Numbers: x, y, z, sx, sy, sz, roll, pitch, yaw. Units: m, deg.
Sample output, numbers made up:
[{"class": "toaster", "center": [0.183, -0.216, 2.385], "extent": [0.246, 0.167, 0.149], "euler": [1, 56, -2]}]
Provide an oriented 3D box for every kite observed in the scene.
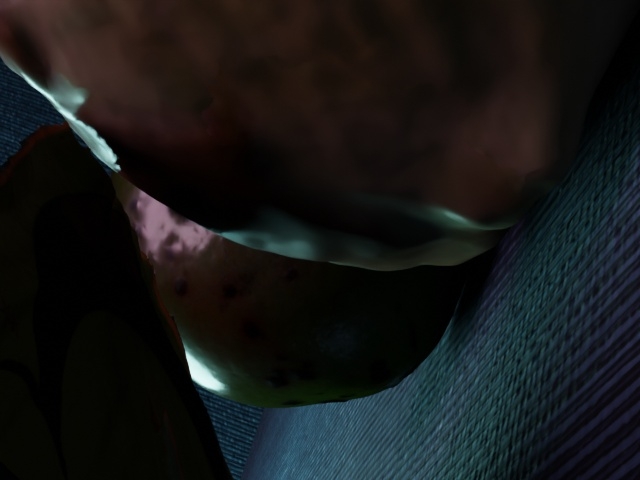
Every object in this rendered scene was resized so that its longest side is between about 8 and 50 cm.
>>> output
[{"class": "kite", "center": [-0.042, 0.113, 0.501], "extent": [0.377, 0.013, 0.327], "euler": [63, -169, -60]}]

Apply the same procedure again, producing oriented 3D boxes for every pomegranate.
[{"class": "pomegranate", "center": [-0.006, -0.014, 0.783], "extent": [0.210, 0.179, 0.179], "euler": [-30, -39, -74]}]

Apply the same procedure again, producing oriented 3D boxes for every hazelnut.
[{"class": "hazelnut", "center": [0.019, -0.102, 0.562], "extent": [0.241, 0.261, 0.261], "euler": [-108, 30, -44]}]

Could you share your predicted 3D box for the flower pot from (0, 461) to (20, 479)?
[{"class": "flower pot", "center": [-0.102, 0.173, 0.243], "extent": [0.379, 0.251, 0.379], "euler": [-160, 90, -86]}]
